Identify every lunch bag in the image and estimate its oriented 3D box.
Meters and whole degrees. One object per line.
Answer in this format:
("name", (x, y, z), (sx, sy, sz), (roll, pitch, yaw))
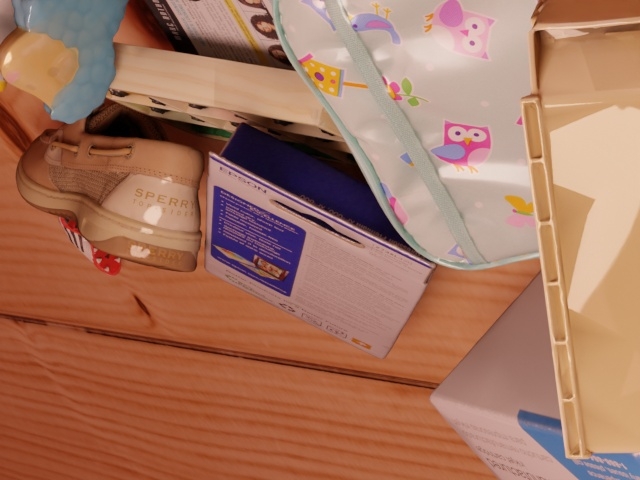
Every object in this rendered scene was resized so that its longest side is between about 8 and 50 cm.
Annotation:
("lunch bag", (0.108, -0.103, 1.202), (0.224, 0.108, 0.279), (-13, 127, 27))

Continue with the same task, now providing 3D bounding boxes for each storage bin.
("storage bin", (0.254, -0.018, 1.043), (0.262, 0.123, 0.260), (-2, 114, 18))

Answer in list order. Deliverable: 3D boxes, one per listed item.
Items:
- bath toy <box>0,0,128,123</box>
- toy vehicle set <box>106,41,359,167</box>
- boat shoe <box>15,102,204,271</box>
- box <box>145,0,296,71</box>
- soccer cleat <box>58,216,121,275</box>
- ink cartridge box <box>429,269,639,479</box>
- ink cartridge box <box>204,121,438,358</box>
("bath toy", (-0.287, -0.206, 1.496), (0.348, 0.151, 0.129), (32, 153, 43))
("toy vehicle set", (-0.048, -0.099, 1.450), (0.267, 0.035, 0.166), (13, 175, 40))
("boat shoe", (-0.169, -0.063, 1.632), (0.122, 0.110, 0.341), (11, -172, -27))
("box", (-0.027, -0.171, 1.366), (0.244, 0.060, 0.100), (13, 143, 45))
("soccer cleat", (-0.230, 0.002, 1.909), (0.083, 0.029, 0.035), (48, 160, -9))
("ink cartridge box", (0.308, 0.208, 1.381), (0.395, 0.166, 0.285), (49, 164, -19))
("ink cartridge box", (0.000, 0.000, 1.472), (0.176, 0.069, 0.371), (27, 169, 3))
